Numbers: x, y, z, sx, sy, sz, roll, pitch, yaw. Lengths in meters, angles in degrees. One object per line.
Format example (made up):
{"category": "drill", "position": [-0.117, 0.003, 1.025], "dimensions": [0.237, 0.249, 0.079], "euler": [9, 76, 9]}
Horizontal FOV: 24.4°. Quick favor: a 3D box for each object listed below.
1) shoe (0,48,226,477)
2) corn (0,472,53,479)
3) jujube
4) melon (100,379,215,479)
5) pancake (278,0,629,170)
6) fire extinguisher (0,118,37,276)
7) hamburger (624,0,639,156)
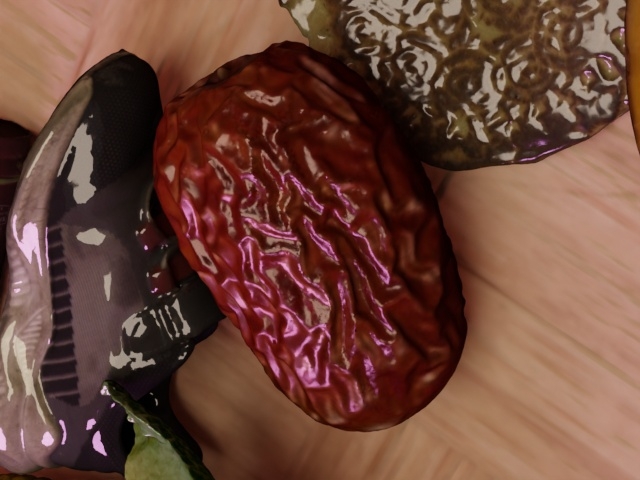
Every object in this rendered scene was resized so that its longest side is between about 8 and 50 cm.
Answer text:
{"category": "shoe", "position": [-0.092, 0.026, 0.717], "dimensions": [0.112, 0.099, 0.228], "euler": [23, 115, 12]}
{"category": "corn", "position": [-0.095, 0.178, 0.742], "dimensions": [0.317, 0.115, 0.115], "euler": [10, 106, 25]}
{"category": "jujube", "position": [0.000, 0.000, 0.650], "dimensions": [0.109, 0.112, 0.176], "euler": [-31, 105, -2]}
{"category": "melon", "position": [-0.062, 0.186, 0.647], "dimensions": [0.114, 0.053, 0.262], "euler": [-23, 69, 37]}
{"category": "pancake", "position": [0.064, -0.123, 0.643], "dimensions": [0.199, 0.021, 0.199], "euler": [6, 105, 25]}
{"category": "fire extinguisher", "position": [-0.188, 0.011, 0.783], "dimensions": [0.064, 0.043, 0.158], "euler": [9, 112, -20]}
{"category": "hamburger", "position": [0.246, -0.067, 0.469], "dimensions": [0.300, 0.176, 0.300], "euler": [7, 100, 43]}
